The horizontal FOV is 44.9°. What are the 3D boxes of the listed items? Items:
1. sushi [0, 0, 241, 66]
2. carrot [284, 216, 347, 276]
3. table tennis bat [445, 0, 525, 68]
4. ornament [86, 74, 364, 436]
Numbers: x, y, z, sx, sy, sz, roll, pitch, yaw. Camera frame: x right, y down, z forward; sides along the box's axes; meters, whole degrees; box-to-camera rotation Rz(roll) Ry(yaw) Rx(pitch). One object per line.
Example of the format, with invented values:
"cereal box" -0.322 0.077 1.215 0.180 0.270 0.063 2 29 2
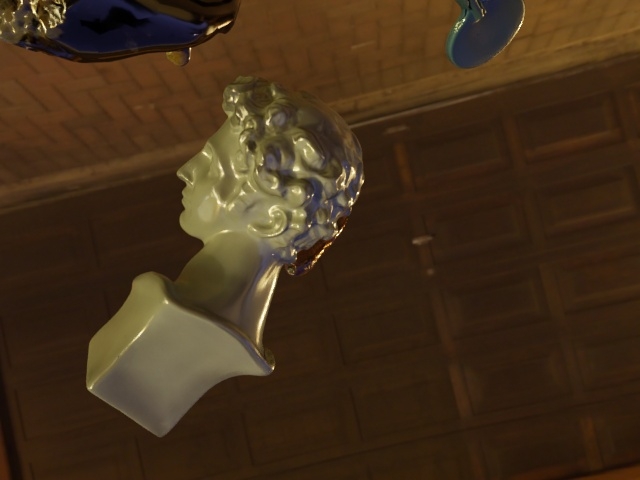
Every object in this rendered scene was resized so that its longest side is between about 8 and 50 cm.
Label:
"sushi" -0.195 -0.266 0.722 0.213 0.199 0.204 22 -164 26
"carrot" -0.001 0.001 1.027 0.036 0.035 0.165 -16 -161 35
"table tennis bat" 0.204 -0.289 1.000 0.124 0.033 0.201 -42 151 13
"ornament" -0.067 0.019 0.591 0.130 0.285 0.120 26 -177 -29
